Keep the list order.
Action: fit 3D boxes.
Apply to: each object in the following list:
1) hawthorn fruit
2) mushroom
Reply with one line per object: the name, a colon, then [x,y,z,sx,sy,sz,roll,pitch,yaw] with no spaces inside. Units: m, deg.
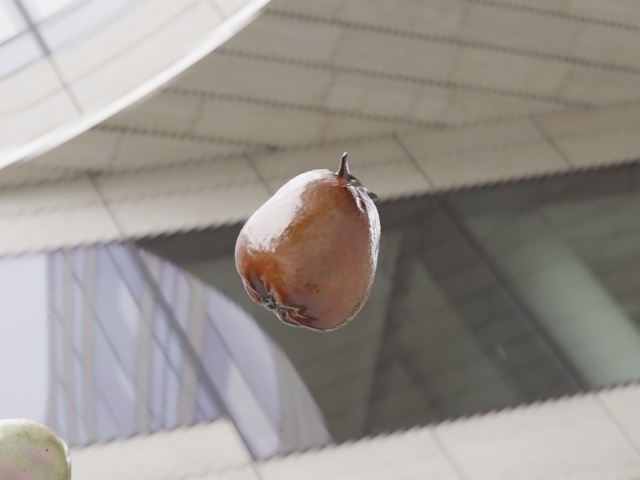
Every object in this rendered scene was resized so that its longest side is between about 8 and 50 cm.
hawthorn fruit: [0.000,0.000,1.085,0.093,0.081,0.081,-55,-43,-14]
mushroom: [-0.223,0.166,1.453,0.083,0.067,0.083,11,-46,12]
